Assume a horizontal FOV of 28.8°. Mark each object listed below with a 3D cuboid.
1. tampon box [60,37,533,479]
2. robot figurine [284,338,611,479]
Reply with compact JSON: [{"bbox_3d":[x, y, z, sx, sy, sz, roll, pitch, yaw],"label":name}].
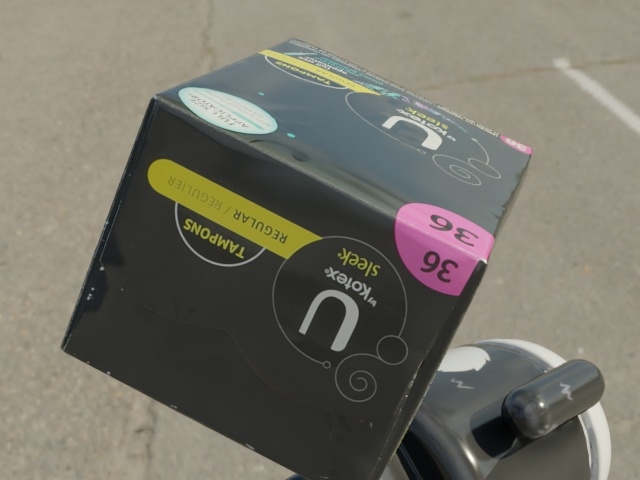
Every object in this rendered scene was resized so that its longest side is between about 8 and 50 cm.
[{"bbox_3d":[0.000,0.000,0.474,0.120,0.101,0.161,26,20,6],"label":"tampon box"},{"bbox_3d":[0.098,0.169,0.933,0.209,0.173,0.278,8,16,41],"label":"robot figurine"}]
